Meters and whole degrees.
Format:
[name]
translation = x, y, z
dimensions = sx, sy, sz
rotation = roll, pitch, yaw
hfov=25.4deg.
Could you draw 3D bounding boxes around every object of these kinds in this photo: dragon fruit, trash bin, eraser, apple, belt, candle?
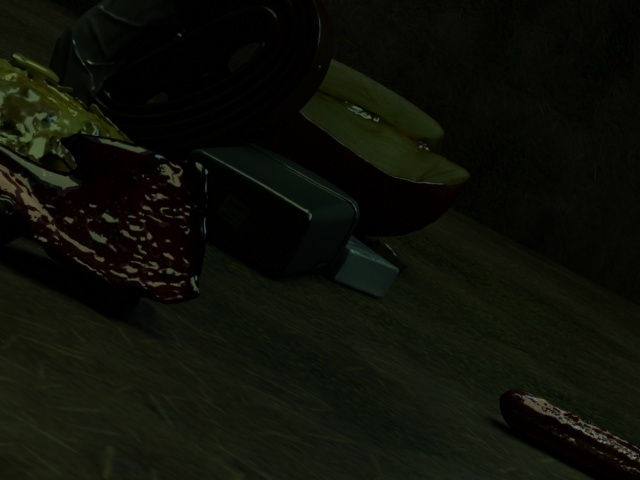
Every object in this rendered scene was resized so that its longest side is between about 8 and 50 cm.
[dragon fruit]
translation = -0.170, -0.019, 1.024
dimensions = 0.192, 0.122, 0.092
rotation = 28, 22, -23
[trash bin]
translation = -0.060, -0.036, 1.599
dimensions = 0.177, 0.101, 0.236
rotation = 32, 10, 10
[eraser]
translation = 0.000, 0.000, 1.769
dimensions = 0.092, 0.046, 0.212
rotation = 23, 9, -41
[apple]
translation = 0.041, -0.158, 2.115
dimensions = 0.365, 0.295, 0.329
rotation = 22, -17, -25
[belt]
translation = -0.154, -0.208, 1.680
dimensions = 0.122, 0.338, 0.217
rotation = 1, 69, -80
[candle]
translation = 0.317, 0.230, 1.396
dimensions = 0.329, 0.048, 0.051
rotation = 28, -34, -6

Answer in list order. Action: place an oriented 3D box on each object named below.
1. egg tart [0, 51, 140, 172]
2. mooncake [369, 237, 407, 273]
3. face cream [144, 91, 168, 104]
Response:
[egg tart]
translation = -0.253, -0.091, 1.213
dimensions = 0.291, 0.107, 0.291
rotation = 29, 7, -4
[mooncake]
translation = -0.034, -0.049, 1.939
dimensions = 0.347, 0.057, 0.150
rotation = 27, -5, 5
[face cream]
translation = -0.251, -0.281, 2.342
dimensions = 0.149, 0.149, 0.104
rotation = 22, 10, -41
